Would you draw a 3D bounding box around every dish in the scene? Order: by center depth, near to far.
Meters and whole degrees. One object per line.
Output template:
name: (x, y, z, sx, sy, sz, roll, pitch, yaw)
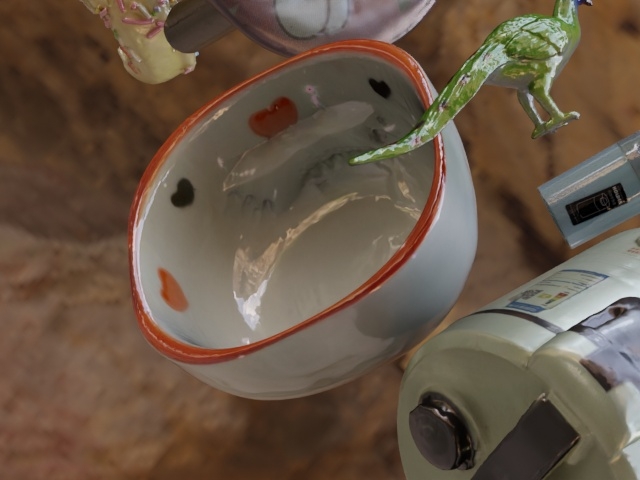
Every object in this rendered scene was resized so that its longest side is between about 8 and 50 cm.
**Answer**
dish: (0.000, 0.000, 1.292, 0.117, 0.256, 0.256, 48, -2, -42)

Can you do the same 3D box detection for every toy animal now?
toy animal: (0.110, -0.083, 1.180, 0.075, 0.217, 0.041, 49, -27, -3)

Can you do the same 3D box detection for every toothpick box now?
toothpick box: (0.198, -0.035, 1.344, 0.052, 0.083, 0.052, 60, 4, -8)

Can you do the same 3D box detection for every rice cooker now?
rice cooker: (0.174, 0.119, 1.167, 0.226, 0.244, 0.226, 33, -46, 41)

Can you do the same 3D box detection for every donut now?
donut: (-0.169, -0.203, 1.794, 0.108, 0.065, 0.166, 38, -16, 48)

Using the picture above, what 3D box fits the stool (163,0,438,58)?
stool: (-0.029, -0.281, 1.665, 0.272, 0.272, 0.178, 38, -17, -23)
